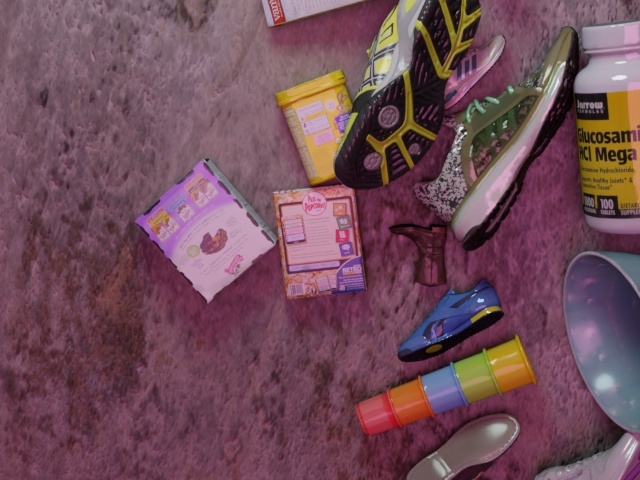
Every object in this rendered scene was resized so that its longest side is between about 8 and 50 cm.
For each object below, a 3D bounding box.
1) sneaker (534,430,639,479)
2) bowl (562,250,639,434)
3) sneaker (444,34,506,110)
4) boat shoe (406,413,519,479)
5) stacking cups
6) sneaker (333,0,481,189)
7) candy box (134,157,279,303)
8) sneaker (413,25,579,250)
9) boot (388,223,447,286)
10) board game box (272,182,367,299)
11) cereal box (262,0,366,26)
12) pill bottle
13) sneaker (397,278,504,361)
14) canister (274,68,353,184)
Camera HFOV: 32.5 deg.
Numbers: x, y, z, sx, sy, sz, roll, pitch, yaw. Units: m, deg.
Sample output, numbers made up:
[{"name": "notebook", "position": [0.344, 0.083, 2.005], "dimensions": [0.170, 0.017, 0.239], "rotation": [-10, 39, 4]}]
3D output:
[{"name": "sneaker", "position": [0.450, 0.418, 1.884], "dimensions": [0.152, 0.114, 0.305], "rotation": [44, 111, 33]}, {"name": "bowl", "position": [0.549, 0.149, 1.815], "dimensions": [0.163, 0.311, 0.312], "rotation": [-14, 97, -14]}, {"name": "sneaker", "position": [0.243, -0.301, 1.869], "dimensions": [0.075, 0.057, 0.161], "rotation": [42, 101, -8]}, {"name": "boat shoe", "position": [0.260, 0.389, 1.964], "dimensions": [0.227, 0.069, 0.081], "rotation": [-33, 55, 4]}, {"name": "stacking cups", "position": [0.221, 0.271, 1.938], "dimensions": [0.316, 0.096, 0.096], "rotation": [-25, 96, 9]}, {"name": "sneaker", "position": [0.132, -0.261, 1.837], "dimensions": [0.145, 0.147, 0.385], "rotation": [28, 92, -32]}, {"name": "candy box", "position": [-0.198, -0.018, 1.934], "dimensions": [0.165, 0.070, 0.196], "rotation": [-40, 93, 8]}, {"name": "sneaker", "position": [0.291, -0.195, 1.850], "dimensions": [0.182, 0.158, 0.410], "rotation": [32, 94, 17]}, {"name": "boot", "position": [0.172, 0.029, 1.935], "dimensions": [0.106, 0.037, 0.114], "rotation": [2, 103, 6]}, {"name": "board game box", "position": [0.000, 0.000, 1.935], "dimensions": [0.146, 0.045, 0.194], "rotation": [-6, 98, 5]}, {"name": "cereal box", "position": [0.004, -0.470, 1.837], "dimensions": [0.240, 0.047, 0.173], "rotation": [-10, 97, 23]}, {"name": "pill bottle", "position": [0.512, -0.190, 1.793], "dimensions": [0.187, 0.188, 0.334], "rotation": [-7, 101, 5]}, {"name": "sneaker", "position": [0.221, 0.143, 1.939], "dimensions": [0.209, 0.069, 0.082], "rotation": [-32, 62, 16]}, {"name": "canister", "position": [0.008, -0.194, 1.894], "dimensions": [0.126, 0.073, 0.170], "rotation": [-20, 98, 6]}]
